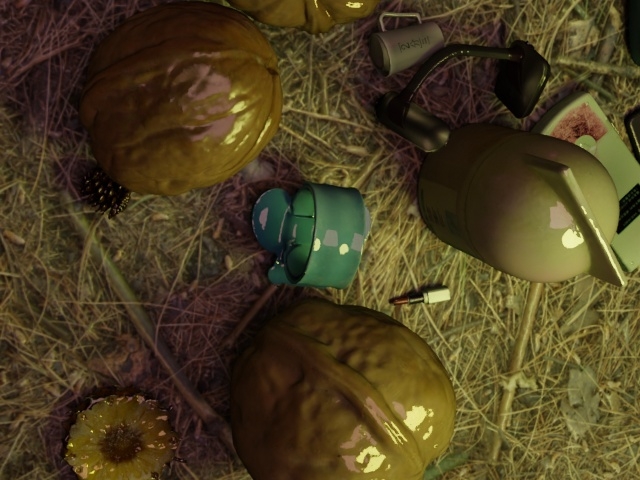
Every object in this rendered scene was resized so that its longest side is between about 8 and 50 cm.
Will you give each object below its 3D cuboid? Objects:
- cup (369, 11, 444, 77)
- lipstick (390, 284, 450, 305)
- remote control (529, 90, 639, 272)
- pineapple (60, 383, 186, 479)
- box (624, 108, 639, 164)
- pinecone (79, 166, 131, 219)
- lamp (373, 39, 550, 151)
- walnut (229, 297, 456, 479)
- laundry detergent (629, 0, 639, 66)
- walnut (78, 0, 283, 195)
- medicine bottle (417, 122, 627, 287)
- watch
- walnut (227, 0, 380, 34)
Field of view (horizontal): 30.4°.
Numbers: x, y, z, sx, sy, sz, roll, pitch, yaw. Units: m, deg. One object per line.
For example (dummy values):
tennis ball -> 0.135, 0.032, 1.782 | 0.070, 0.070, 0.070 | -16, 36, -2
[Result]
cup -> 0.138, -0.337, 1.973 | 0.116, 0.074, 0.104 | -21, 94, -18
lipstick -> 0.176, 0.102, 2.097 | 0.107, 0.025, 0.025 | -9, 103, -11
remote control -> 0.518, -0.107, 2.158 | 0.145, 0.050, 0.344 | -42, 110, -7
pineapple -> -0.328, 0.334, 1.963 | 0.221, 0.047, 0.221 | -4, 106, -16
box -> 0.633, -0.200, 2.194 | 0.126, 0.027, 0.125 | -26, 106, -11
pinecone -> -0.339, -0.076, 1.857 | 0.083, 0.077, 0.077 | 24, 93, -18
lamp -> 0.254, -0.239, 1.947 | 0.283, 0.203, 0.124 | -12, 130, -20
walnut -> 0.028, 0.275, 1.908 | 0.381, 0.381, 0.381 | -4, 102, -18
laundry detergent -> 0.618, -0.457, 2.097 | 0.143, 0.094, 0.289 | -10, 104, -13
walnut -> -0.213, -0.214, 1.774 | 0.313, 0.252, 0.277 | -13, 107, 13
medicine bottle -> 0.341, -0.056, 1.916 | 0.236, 0.406, 0.235 | -4, 103, -18
watch -> 0.000, 0.000, 1.925 | 0.211, 0.193, 0.211 | -3, 100, -17
walnut -> -0.032, -0.447, 1.747 | 0.296, 0.285, 0.285 | -4, 103, -2
